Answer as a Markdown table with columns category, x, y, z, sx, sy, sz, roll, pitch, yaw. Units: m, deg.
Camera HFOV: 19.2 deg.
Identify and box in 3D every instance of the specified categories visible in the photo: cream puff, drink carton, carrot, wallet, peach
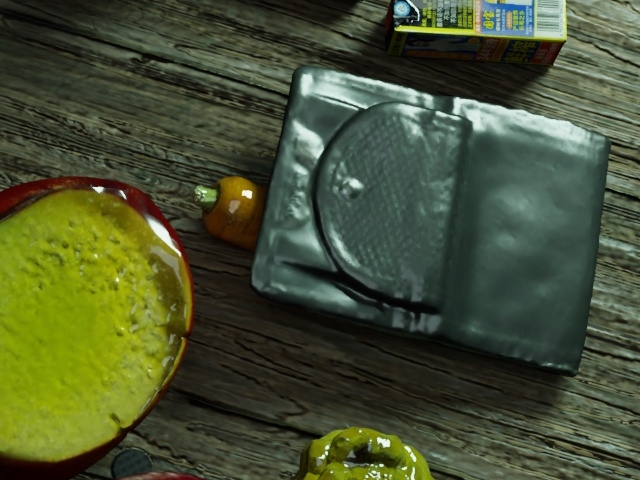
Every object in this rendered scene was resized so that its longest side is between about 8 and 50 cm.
| category | x | y | z | sx | sy | sz | roll | pitch | yaw |
| --- | --- | --- | --- | --- | --- | --- | --- | --- | --- |
| cream puff | 0.035 | 0.226 | 1.658 | 0.146 | 0.116 | 0.146 | 0 | 75 | -1 |
| drink carton | 0.147 | -0.207 | 1.799 | 0.166 | 0.071 | 0.056 | 4 | 72 | -4 |
| carrot | 0.000 | 0.000 | 1.749 | 0.257 | 0.061 | 0.061 | 20 | 75 | -11 |
| wallet | 0.107 | -0.026 | 1.742 | 0.323 | 0.041 | 0.247 | 15 | 72 | -13 |
| peach | -0.246 | 0.060 | 1.614 | 0.275 | 0.248 | 0.245 | -44 | 44 | -8 |

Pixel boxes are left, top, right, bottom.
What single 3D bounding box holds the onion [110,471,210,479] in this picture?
| category | x | y | z | sx | sy | sz | roll | pitch | yaw |
| --- | --- | --- | --- | --- | --- | --- | --- | --- | --- |
| onion | -0.147 | 0.340 | 1.586 | 0.273 | 0.285 | 0.273 | 22 | 50 | -30 |
